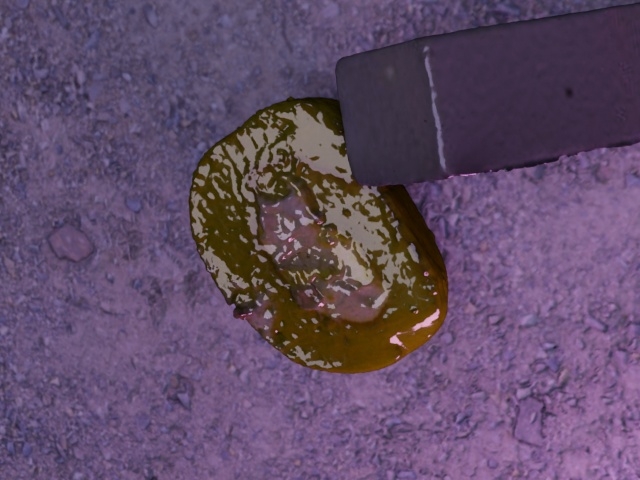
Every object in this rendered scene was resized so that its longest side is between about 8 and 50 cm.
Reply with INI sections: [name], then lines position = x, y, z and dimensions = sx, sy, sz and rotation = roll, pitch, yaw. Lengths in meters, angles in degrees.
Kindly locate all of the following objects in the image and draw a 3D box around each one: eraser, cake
[eraser]
position = 0.193, -0.124, 0.609
dimensions = 0.352, 0.077, 0.111
rotation = -12, 98, -13
[cake]
position = 0.000, 0.000, 0.701
dimensions = 0.179, 0.156, 0.260
rotation = -28, 95, 17
